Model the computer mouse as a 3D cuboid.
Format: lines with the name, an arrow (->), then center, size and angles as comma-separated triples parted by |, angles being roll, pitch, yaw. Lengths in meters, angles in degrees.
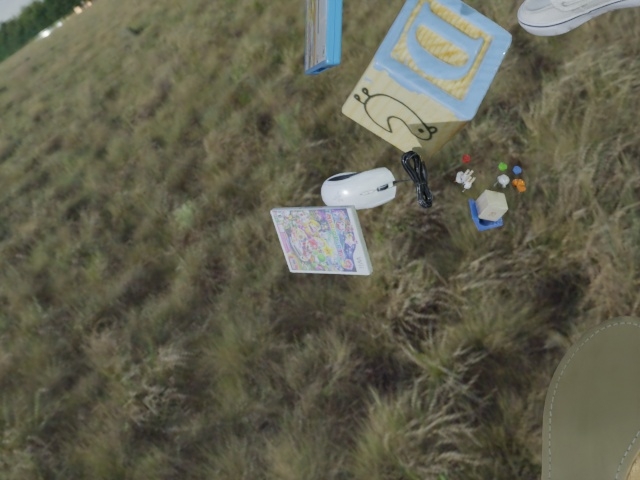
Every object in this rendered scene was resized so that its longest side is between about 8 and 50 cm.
computer mouse -> 0.096, -0.089, 1.229 | 0.192, 0.106, 0.042 | -12, 22, 7

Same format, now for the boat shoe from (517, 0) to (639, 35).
boat shoe -> 0.140, -0.137, 0.370 | 0.100, 0.035, 0.035 | 7, 71, 59

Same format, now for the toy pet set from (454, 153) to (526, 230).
toy pet set -> 0.294, -0.079, 1.231 | 0.065, 0.122, 0.114 | 123, 151, -49

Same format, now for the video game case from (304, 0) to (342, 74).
video game case -> 0.002, -0.224, 0.673 | 0.015, 0.119, 0.166 | 0, 10, -8

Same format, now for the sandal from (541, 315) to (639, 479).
sandal -> 0.230, 0.185, 0.575 | 0.088, 0.079, 0.240 | 4, 63, 38

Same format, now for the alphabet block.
alphabet block -> 0.177, -0.284, 1.204 | 0.193, 0.192, 0.197 | -59, 3, -20

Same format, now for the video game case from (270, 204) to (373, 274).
video game case -> 0.000, 0.000, 0.840 | 0.122, 0.087, 0.011 | 0, 27, 38
